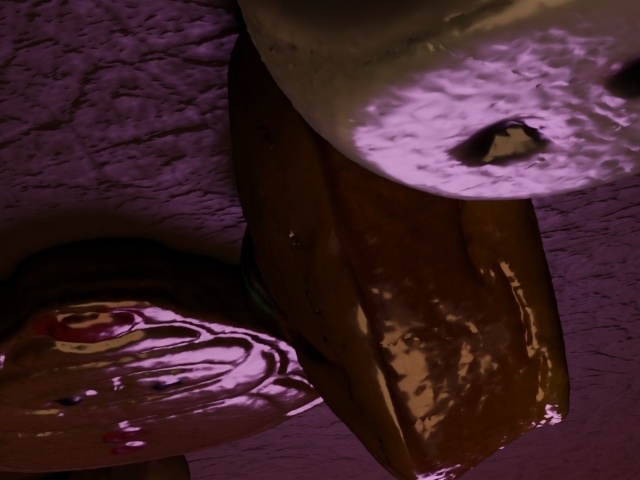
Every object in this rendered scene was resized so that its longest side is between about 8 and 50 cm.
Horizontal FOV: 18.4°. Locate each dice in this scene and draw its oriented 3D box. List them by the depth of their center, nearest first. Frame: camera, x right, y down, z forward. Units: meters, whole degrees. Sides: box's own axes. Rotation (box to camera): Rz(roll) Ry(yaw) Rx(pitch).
[{"bbox_3d":[0.082,-0.136,0.777,0.192,0.193,0.194,-23,156,29],"label":"dice"}]

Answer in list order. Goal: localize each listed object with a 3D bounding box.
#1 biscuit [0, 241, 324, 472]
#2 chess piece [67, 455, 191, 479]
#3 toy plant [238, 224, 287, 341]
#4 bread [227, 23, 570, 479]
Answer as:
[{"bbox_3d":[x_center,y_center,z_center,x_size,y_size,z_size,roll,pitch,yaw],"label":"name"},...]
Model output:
[{"bbox_3d":[-0.159,0.098,1.443,0.359,0.074,0.381,-10,162,-4],"label":"biscuit"},{"bbox_3d":[-0.236,0.275,1.790,0.117,0.117,0.397,8,151,-37],"label":"chess piece"},{"bbox_3d":[0.000,0.000,1.214,0.093,0.092,0.162,-3,156,-15],"label":"toy plant"},{"bbox_3d":[0.037,0.000,1.037,0.143,0.195,0.269,-18,115,-2],"label":"bread"}]
